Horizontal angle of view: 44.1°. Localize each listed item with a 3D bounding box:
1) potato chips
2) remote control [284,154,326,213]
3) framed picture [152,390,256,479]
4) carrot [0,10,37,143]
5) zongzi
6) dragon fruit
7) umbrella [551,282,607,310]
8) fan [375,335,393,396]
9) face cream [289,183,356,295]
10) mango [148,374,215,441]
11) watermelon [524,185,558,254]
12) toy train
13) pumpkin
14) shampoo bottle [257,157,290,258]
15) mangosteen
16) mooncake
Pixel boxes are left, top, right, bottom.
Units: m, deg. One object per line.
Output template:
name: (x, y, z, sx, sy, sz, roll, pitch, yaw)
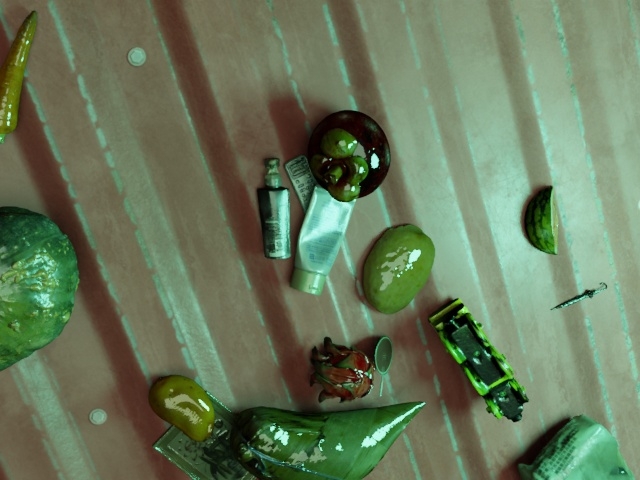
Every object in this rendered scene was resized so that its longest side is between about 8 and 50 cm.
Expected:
potato chips: (0.174, 0.064, 1.726, 0.150, 0.049, 0.202, 34, 86, -22)
remote control: (-0.031, -0.116, 1.656, 0.053, 0.018, 0.125, -26, 106, -8)
framed picture: (-0.226, 0.459, 1.729, 0.231, 0.010, 0.173, 43, 89, -17)
carrot: (-0.577, -0.307, 1.470, 0.061, 0.061, 0.257, 14, 94, -16)
zongzi: (0.016, 0.399, 1.687, 0.360, 0.160, 0.323, -45, 116, 2)
dragon fruit: (0.049, 0.285, 1.711, 0.141, 0.130, 0.121, -3, 138, -9)
umbrella: (0.612, 0.138, 1.860, 0.148, 0.022, 0.022, -27, 64, -7)
fan: (0.139, 0.279, 1.748, 0.085, 0.005, 0.134, 14, 80, -57)
face cream: (0.000, 0.000, 1.666, 0.114, 0.070, 0.224, 15, 91, -38)
mango: (-0.284, 0.345, 1.654, 0.105, 0.084, 0.159, -46, 107, -1)
watermelon: (0.497, -0.037, 1.786, 0.068, 0.087, 0.164, -2, 102, 25)
toy train: (0.357, 0.270, 1.755, 0.100, 0.160, 0.296, -34, 105, 5)
pumpkin: (-0.600, 0.091, 1.439, 0.327, 0.257, 0.292, -20, 93, -2)
shampoo bottle: (-0.094, -0.067, 1.628, 0.057, 0.063, 0.208, -9, 103, -23)
mangosteen: (0.051, -0.164, 1.575, 0.199, 0.200, 0.200, -3, 102, -13)
mooncake: (0.608, 0.566, 1.884, 0.254, 0.136, 0.250, -36, 109, -9)
